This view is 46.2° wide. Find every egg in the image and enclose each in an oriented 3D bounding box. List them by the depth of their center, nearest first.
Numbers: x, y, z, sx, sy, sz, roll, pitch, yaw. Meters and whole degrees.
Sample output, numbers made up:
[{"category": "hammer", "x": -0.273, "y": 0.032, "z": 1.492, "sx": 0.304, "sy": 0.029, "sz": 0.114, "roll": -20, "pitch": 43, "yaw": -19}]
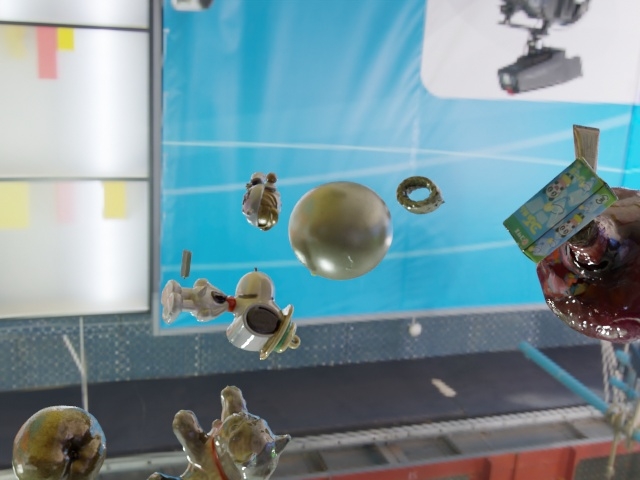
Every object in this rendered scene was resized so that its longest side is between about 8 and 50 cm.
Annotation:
[{"category": "egg", "x": 0.045, "y": -0.022, "z": 1.631, "sx": 0.219, "sy": 0.219, "sz": 0.269, "roll": 15, "pitch": -166, "yaw": 35}]

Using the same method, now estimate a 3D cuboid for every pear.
[{"category": "pear", "x": -0.471, "y": 0.383, "z": 1.366, "sx": 0.137, "sy": 0.167, "sz": 0.167, "roll": -14, "pitch": -178, "yaw": 39}]

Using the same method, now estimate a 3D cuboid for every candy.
[{"category": "candy", "x": 0.448, "y": -0.056, "z": 1.413, "sx": 0.062, "sy": 0.194, "sz": 0.097, "roll": 34, "pitch": -158, "yaw": -36}]

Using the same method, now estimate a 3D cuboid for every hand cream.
[{"category": "hand cream", "x": 0.622, "y": -0.179, "z": 1.761, "sx": 0.067, "sy": 0.209, "sz": 0.043, "roll": 9, "pitch": 158, "yaw": 0}]

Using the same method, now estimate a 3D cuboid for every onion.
[{"category": "onion", "x": 0.698, "y": 0.026, "z": 1.811, "sx": 0.398, "sy": 0.398, "sz": 0.420, "roll": 16, "pitch": 161, "yaw": 36}]

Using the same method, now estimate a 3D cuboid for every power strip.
[{"category": "power strip", "x": -0.358, "y": 0.064, "z": 1.998, "sx": 0.017, "sy": 0.083, "sz": 0.027, "roll": -2, "pitch": -165, "yaw": -38}]

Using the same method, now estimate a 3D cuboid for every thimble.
[{"category": "thimble", "x": 0.237, "y": -0.106, "z": 1.779, "sx": 0.110, "sy": 0.084, "sz": 0.062, "roll": 10, "pitch": 172, "yaw": 28}]

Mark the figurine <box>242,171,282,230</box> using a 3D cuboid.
[{"category": "figurine", "x": -0.196, "y": -0.148, "z": 2.457, "sx": 0.133, "sy": 0.193, "sz": 0.274, "roll": 5, "pitch": -133, "yaw": -14}]

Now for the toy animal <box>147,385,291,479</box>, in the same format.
[{"category": "toy animal", "x": -0.199, "y": 0.445, "z": 1.354, "sx": 0.188, "sy": 0.266, "sz": 0.308, "roll": 7, "pitch": -167, "yaw": 39}]

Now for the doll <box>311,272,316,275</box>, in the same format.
[{"category": "doll", "x": 0.000, "y": -0.001, "z": 1.942, "sx": 0.135, "sy": 0.098, "sz": 0.241, "roll": -10, "pitch": -141, "yaw": 4}]

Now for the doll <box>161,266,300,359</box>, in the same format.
[{"category": "doll", "x": -0.191, "y": 0.165, "z": 1.590, "sx": 0.272, "sy": 0.144, "sz": 0.208, "roll": -8, "pitch": -120, "yaw": -35}]
